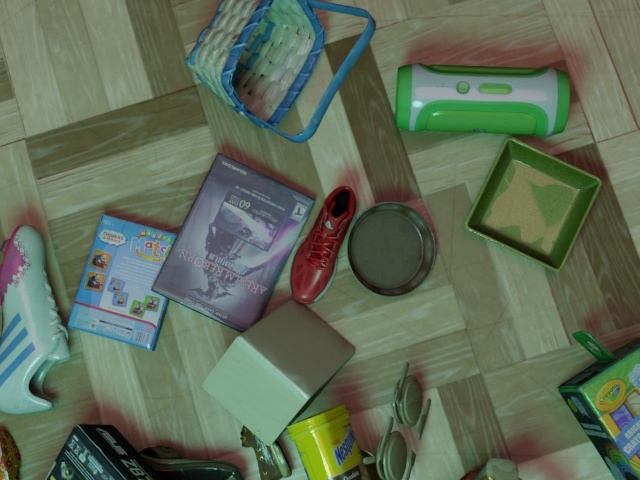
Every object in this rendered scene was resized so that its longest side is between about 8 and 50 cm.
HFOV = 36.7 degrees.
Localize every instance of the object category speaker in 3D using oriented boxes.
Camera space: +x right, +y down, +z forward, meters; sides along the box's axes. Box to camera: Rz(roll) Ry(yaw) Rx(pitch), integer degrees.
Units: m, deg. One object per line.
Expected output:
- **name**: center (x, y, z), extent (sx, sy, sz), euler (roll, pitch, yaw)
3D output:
- **speaker**: center (0.284, -0.250, 1.716), extent (0.297, 0.131, 0.131), euler (2, 80, 3)

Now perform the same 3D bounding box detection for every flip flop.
- **flip flop**: center (-0.261, 0.396, 1.649), extent (0.277, 0.080, 0.112), euler (2, 111, 7)

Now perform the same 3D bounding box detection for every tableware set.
- **tableware set**: center (0.125, 0.312, 1.605), extent (0.039, 0.128, 0.194), euler (-2, 47, 29)

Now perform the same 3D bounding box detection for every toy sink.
- **toy sink**: center (-0.068, 0.219, 1.635), extent (0.153, 0.234, 0.131), euler (40, 113, 7)

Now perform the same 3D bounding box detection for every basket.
- **basket**: center (-0.069, -0.322, 1.689), extent (0.289, 0.201, 0.254), euler (28, 82, 38)

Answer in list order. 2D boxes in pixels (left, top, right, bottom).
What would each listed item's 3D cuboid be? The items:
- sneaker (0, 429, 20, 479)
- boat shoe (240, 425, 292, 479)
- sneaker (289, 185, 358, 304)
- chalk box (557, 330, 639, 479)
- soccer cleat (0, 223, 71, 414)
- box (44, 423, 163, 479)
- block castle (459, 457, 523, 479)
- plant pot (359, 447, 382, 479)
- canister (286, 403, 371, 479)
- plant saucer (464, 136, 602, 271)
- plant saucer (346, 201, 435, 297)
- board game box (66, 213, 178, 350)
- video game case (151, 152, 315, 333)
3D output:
- **sneaker**: center (-0.554, 0.416, 1.669), extent (0.067, 0.064, 0.175), euler (-12, 77, 10)
- **boat shoe**: center (-0.111, 0.336, 1.663), extent (0.060, 0.064, 0.178), euler (-26, 83, -4)
- **sneaker**: center (0.000, 0.000, 1.683), extent (0.087, 0.128, 0.221), euler (18, 80, 6)
- **chalk box**: center (0.522, 0.264, 1.593), extent (0.179, 0.180, 0.289), euler (-31, 82, -3)
- **soccer cleat**: center (-0.495, 0.140, 1.689), extent (0.143, 0.116, 0.331), euler (7, 88, 7)
- **box**: center (-0.318, 0.529, 1.503), extent (0.395, 0.097, 0.318), euler (36, 100, 32)
- **block castle**: center (0.217, 0.588, 1.492), extent (0.453, 0.213, 0.303), euler (-37, 71, -27)
- **plant pot**: center (0.047, 0.413, 1.628), extent (0.134, 0.095, 0.134), euler (0, 80, 3)
- **canister**: center (0.023, 0.356, 1.528), extent (0.073, 0.126, 0.169), euler (-24, 81, 23)
- **plant saucer**: center (0.376, -0.062, 1.722), extent (0.188, 0.045, 0.188), euler (26, 82, 6)
- **plant saucer**: center (0.121, 0.016, 1.705), extent (0.169, 0.029, 0.168), euler (1, 87, -17)
- **board game box**: center (-0.345, 0.075, 1.729), extent (0.160, 0.039, 0.211), euler (15, 82, 4)
- **video game case**: center (-0.154, 0.007, 1.722), extent (0.196, 0.026, 0.274), euler (26, 80, -4)
